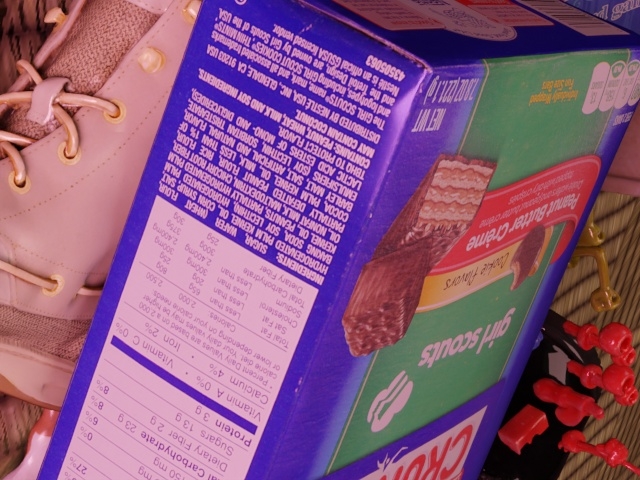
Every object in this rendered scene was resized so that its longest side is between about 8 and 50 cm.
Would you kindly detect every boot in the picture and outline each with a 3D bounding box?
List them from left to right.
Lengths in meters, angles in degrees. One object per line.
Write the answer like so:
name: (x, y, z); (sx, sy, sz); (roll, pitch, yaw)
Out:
boot: (-0.128, -0.046, 0.696); (0.203, 0.095, 0.262); (-59, 153, -5)
boot: (0.160, 0.242, 1.606); (0.260, 0.131, 0.348); (-52, 155, -32)

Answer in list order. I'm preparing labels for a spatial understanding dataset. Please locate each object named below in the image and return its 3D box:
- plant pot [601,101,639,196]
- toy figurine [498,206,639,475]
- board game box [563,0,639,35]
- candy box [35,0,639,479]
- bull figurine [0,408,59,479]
plant pot: (0.322, -0.213, 1.352); (0.334, 0.333, 0.306); (-24, 122, -59)
toy figurine: (0.108, 0.112, 1.291); (0.217, 0.191, 0.363); (-40, 136, -23)
board game box: (0.059, -0.199, 0.864); (0.318, 0.066, 0.318); (-23, 139, -21)
candy box: (0.014, 0.030, 0.807); (0.268, 0.122, 0.317); (-13, 130, -57)
bull figurine: (-0.101, 0.097, 0.925); (0.188, 0.101, 0.310); (-54, 153, -19)
